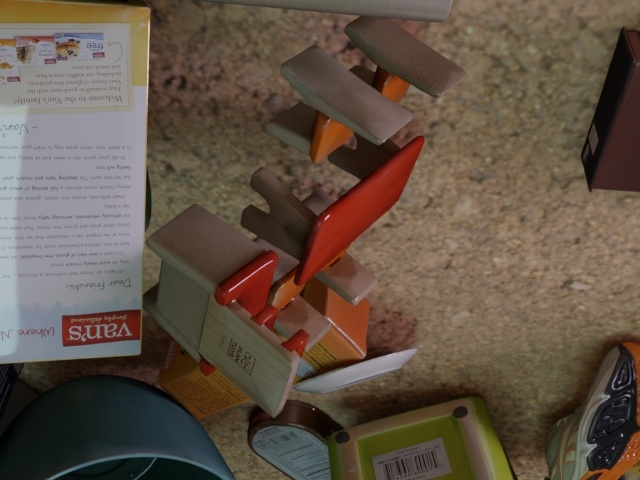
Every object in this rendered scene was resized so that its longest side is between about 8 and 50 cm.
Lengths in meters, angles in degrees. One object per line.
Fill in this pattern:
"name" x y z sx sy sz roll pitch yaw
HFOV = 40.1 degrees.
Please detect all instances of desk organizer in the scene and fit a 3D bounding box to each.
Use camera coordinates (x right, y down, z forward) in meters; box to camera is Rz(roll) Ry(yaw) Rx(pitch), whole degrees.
"desk organizer" 0.252 -0.100 0.701 0.050 0.047 0.130 4 136 1

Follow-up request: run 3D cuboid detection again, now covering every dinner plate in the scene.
"dinner plate" 0.040 0.143 0.938 0.141 0.017 0.141 -16 169 -3

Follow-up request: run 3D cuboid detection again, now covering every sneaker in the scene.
"sneaker" 0.300 0.219 0.988 0.099 0.121 0.263 -1 115 -19

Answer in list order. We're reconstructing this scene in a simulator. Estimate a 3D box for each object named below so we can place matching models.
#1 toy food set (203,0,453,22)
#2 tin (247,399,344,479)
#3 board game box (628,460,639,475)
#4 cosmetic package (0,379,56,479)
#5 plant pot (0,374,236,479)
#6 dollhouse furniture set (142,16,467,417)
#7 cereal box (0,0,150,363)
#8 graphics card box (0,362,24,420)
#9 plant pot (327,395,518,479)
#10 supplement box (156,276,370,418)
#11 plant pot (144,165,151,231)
"toy food set" -0.042 -0.181 0.495 0.219 0.306 0.093 5 105 2
"tin" -0.014 0.268 1.119 0.106 0.040 0.189 -24 128 34
"board game box" 0.530 0.230 0.931 0.242 0.064 0.316 27 147 -19
"cosmetic package" -0.436 0.217 1.076 0.127 0.107 0.238 -27 123 26
"plant pot" -0.238 0.287 0.972 0.292 0.235 0.293 -8 116 -17
"dollhouse furniture set" 0.000 0.000 0.676 0.135 0.259 0.262 37 139 16
"cereal box" -0.199 -0.035 0.558 0.172 0.047 0.240 -1 112 -19
"graphics card box" -0.497 0.108 0.880 0.370 0.233 0.094 27 127 -20
"plant pot" 0.127 0.319 1.005 0.228 0.227 0.207 -16 126 6
"supplement box" -0.064 0.112 0.937 0.233 0.078 0.080 -26 126 29
"plant pot" -0.280 -0.058 0.683 0.255 0.272 0.272 -17 132 3
